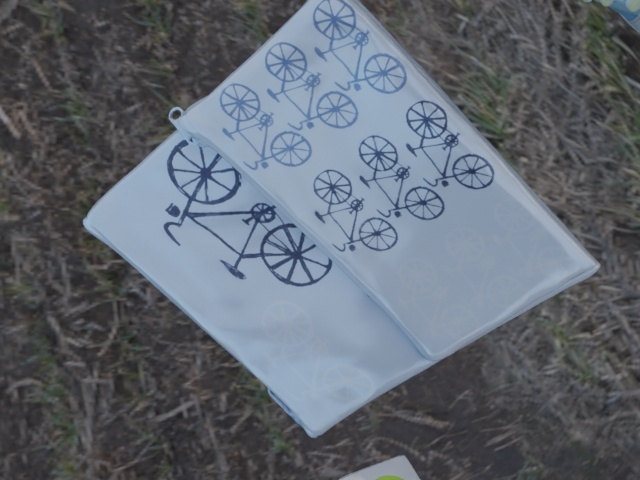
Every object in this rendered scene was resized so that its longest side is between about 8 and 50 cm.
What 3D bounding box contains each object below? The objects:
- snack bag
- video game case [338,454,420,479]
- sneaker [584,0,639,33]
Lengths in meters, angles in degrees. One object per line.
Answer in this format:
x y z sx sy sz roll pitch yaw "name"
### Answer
0.000 0.000 0.907 0.343 0.037 0.323 -35 110 30 "snack bag"
0.068 0.328 0.776 0.244 0.061 0.269 57 148 33 "video game case"
0.193 -0.194 0.752 0.319 0.208 0.127 35 130 18 "sneaker"
